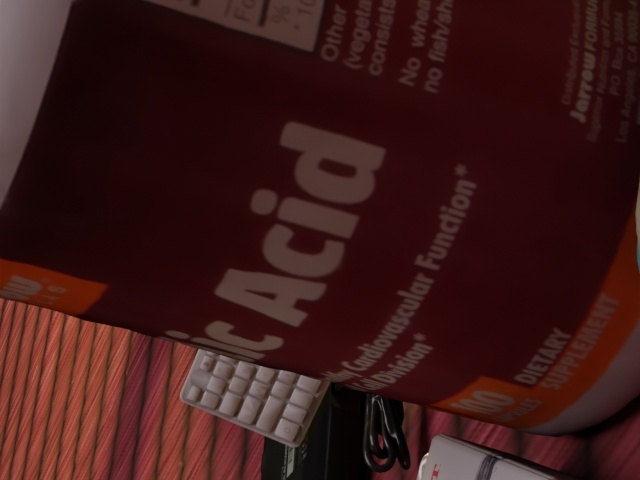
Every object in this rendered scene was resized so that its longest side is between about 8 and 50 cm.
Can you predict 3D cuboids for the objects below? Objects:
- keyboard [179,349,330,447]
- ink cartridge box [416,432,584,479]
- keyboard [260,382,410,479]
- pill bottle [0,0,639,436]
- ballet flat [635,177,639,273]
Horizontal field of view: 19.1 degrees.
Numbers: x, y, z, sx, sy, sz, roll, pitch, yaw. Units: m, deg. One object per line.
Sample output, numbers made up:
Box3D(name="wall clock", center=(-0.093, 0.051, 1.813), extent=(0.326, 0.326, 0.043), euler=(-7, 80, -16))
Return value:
Box3D(name="keyboard", center=(0.000, 0.000, 0.980), extent=(0.014, 0.072, 0.256), euler=(-60, -5, -59))
Box3D(name="ink cartridge box", center=(0.083, 0.144, 0.745), extent=(0.150, 0.063, 0.109), euler=(-171, 97, -72))
Box3D(name="keyboard", center=(0.011, 0.092, 1.048), extent=(0.201, 0.033, 0.317), euler=(128, 151, -55))
Box3D(name="pill bottle", center=(-0.045, -0.069, 0.770), extent=(0.224, 0.392, 0.224), euler=(-164, 90, -72))
Box3D(name="ballet flat", center=(0.162, -0.090, 0.686), extent=(0.086, 0.086, 0.248), euler=(156, 118, -66))
